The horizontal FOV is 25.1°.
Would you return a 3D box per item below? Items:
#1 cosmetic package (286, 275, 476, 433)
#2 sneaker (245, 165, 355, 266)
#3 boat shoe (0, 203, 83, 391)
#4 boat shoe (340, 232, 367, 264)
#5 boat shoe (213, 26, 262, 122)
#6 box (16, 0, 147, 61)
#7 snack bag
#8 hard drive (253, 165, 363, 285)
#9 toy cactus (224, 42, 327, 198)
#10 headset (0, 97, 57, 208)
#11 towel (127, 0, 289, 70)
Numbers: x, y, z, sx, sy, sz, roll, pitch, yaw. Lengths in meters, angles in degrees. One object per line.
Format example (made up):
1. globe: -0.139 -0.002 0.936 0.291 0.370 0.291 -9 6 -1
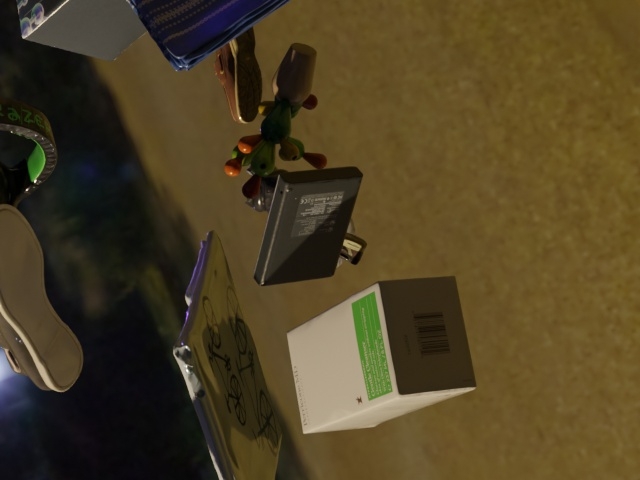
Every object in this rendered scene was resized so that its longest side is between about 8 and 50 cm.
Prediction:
1. cosmetic package: 0.094 0.197 2.399 0.365 0.155 0.196 -35 63 59
2. sneaker: -0.041 -0.054 2.592 0.153 0.101 0.268 29 167 34
3. boat shoe: -0.424 0.083 1.962 0.096 0.112 0.335 9 137 25
4. boat shoe: 0.000 0.000 2.396 0.056 0.152 0.049 -37 -34 -76
5. boat shoe: -0.136 -0.274 2.297 0.060 0.064 0.178 -6 91 37
6. box: -0.411 -0.582 2.638 0.293 0.212 0.395 -31 63 38
7. snack bag: -0.110 0.195 1.749 0.342 0.037 0.323 -86 -18 -67
8. hard drive: -0.013 -0.014 1.511 0.022 0.094 0.135 51 137 42
9. toy cactus: -0.040 -0.153 1.784 0.219 0.112 0.180 -50 -18 -60
10. headset: -0.570 -0.108 2.111 0.243 0.394 0.185 20 -136 -53
11. towel: -0.187 -0.422 2.034 0.336 0.243 0.040 54 176 19
